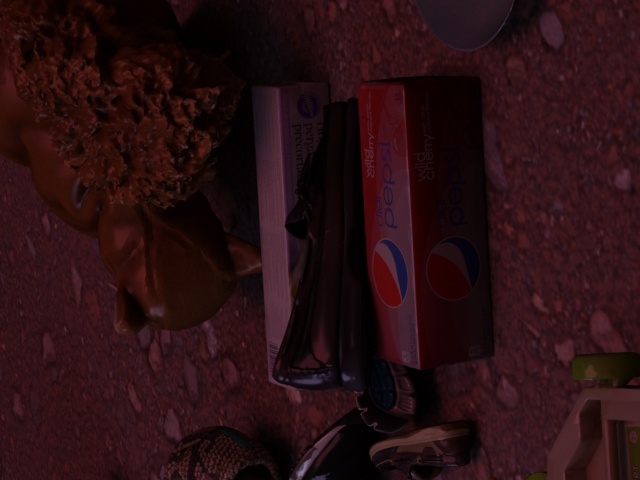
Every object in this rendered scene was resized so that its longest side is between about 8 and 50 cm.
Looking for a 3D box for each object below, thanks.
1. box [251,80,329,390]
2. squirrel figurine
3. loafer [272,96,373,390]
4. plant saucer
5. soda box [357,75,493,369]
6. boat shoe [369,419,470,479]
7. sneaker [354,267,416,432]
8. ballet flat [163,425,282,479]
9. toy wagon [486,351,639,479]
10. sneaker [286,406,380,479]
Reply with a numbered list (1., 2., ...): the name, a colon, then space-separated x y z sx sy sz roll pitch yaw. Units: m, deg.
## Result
1. box: -0.023 -0.005 2.020 0.067 0.063 0.324 10 106 60
2. squirrel figurine: -0.215 -0.088 2.098 0.397 0.281 0.370 107 141 -70
3. loafer: 0.000 0.000 1.851 0.109 0.095 0.302 67 -160 -65
4. plant saucer: 0.136 -0.264 1.682 0.195 0.037 0.195 24 118 58
5. soda box: 0.096 -0.019 1.770 0.092 0.083 0.263 10 106 61
6. boat shoe: 0.095 0.210 1.859 0.152 0.056 0.049 -33 62 60
7. sneaker: 0.054 0.103 1.905 0.083 0.071 0.190 79 -173 -74
8. ballet flat: -0.097 0.456 2.177 0.182 0.164 0.482 9 102 61
9. toy wagon: 0.246 0.219 1.490 0.344 0.068 0.267 -8 84 62
10. sneaker: 0.021 0.295 2.000 0.124 0.107 0.283 40 126 18
